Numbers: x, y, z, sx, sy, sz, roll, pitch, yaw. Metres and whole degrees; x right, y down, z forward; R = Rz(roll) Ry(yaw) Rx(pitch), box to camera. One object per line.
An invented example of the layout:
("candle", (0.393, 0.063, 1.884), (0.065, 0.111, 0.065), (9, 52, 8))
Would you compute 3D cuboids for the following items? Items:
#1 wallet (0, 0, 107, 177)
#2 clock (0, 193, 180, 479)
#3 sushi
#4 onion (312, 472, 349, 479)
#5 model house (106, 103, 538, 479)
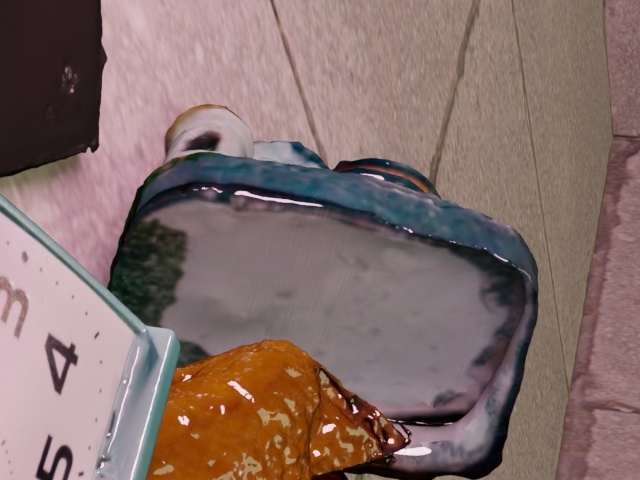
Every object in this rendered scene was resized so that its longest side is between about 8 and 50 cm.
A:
("wallet", (-0.150, -0.173, 0.765), (0.146, 0.030, 0.285), (-27, 121, -66))
("clock", (-0.180, 0.111, 0.608), (0.231, 0.116, 0.262), (50, 46, -51))
("sushi", (-0.092, 0.152, 0.831), (0.287, 0.149, 0.140), (-26, 95, -42))
("onion", (-0.026, 0.222, 1.128), (0.131, 0.131, 0.131), (5, 90, -73))
("model house", (0.000, 0.000, 0.997), (0.291, 0.253, 0.184), (-87, -172, -64))
